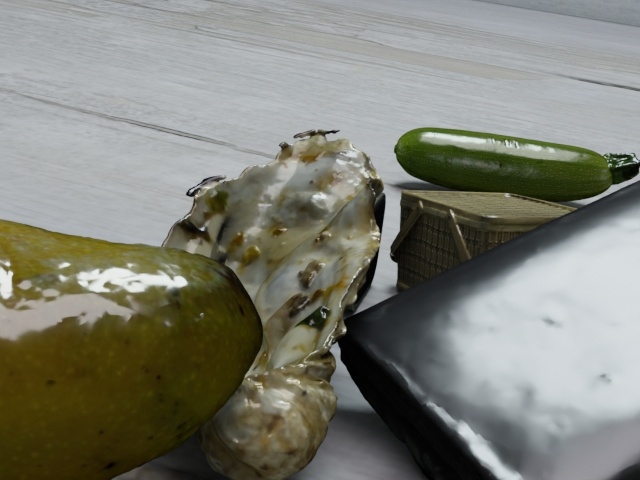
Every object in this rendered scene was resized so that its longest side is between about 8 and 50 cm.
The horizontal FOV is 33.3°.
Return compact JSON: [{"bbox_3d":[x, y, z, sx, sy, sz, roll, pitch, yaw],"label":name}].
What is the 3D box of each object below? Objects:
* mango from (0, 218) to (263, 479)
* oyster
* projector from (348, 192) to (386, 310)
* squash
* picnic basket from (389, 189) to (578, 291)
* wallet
[{"bbox_3d":[-0.198,0.060,0.497,0.330,0.175,0.176,9,53,7],"label":"mango"},{"bbox_3d":[-0.023,0.030,0.666,0.166,0.094,0.294,0,37,31],"label":"oyster"},{"bbox_3d":[0.000,0.000,0.834,0.082,0.083,0.083,12,22,12],"label":"projector"},{"bbox_3d":[0.201,-0.076,1.117,0.252,0.066,0.066,8,21,3],"label":"squash"},{"bbox_3d":[0.134,0.010,0.815,0.115,0.079,0.164,-1,10,-21],"label":"picnic basket"},{"bbox_3d":[0.233,0.037,0.657,0.406,0.062,0.228,-23,35,-19],"label":"wallet"}]
